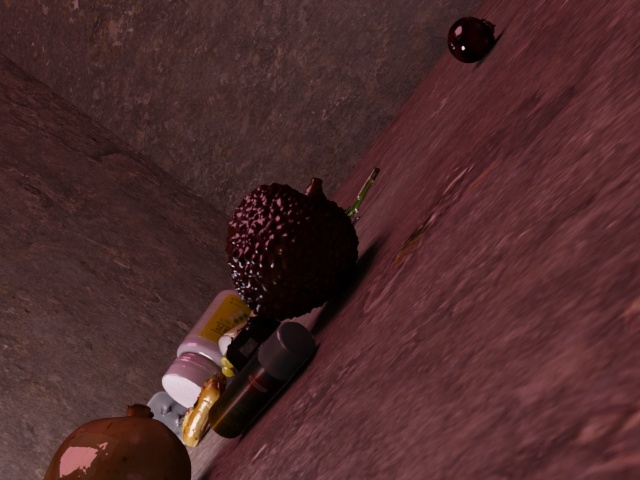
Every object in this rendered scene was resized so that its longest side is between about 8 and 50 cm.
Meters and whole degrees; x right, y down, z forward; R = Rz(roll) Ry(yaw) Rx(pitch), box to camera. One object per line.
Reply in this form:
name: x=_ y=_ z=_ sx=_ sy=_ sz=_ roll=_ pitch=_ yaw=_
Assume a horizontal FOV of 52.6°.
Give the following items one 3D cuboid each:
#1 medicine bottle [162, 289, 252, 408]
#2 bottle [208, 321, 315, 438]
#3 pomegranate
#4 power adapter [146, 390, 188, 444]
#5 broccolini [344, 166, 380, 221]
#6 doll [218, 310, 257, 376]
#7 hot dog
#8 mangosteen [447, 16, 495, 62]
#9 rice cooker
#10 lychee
medicine bottle: x=-0.336 y=0.353 z=2.117 sx=0.213 sy=0.213 sz=0.379 roll=-50 pitch=7 yaw=49
bottle: x=-0.113 y=0.263 z=1.204 sx=0.286 sy=0.082 sz=0.082 roll=-52 pitch=5 yaw=32
pomegranate: x=-0.413 y=0.491 z=1.332 sx=0.319 sy=0.319 sz=0.319 roll=-54 pitch=4 yaw=5
power adapter: x=-0.509 y=0.606 z=2.175 sx=0.124 sy=0.187 sz=0.255 roll=-58 pitch=5 yaw=-36
broccolini: x=0.108 y=-0.111 z=1.927 sx=0.271 sy=0.062 sz=0.123 roll=-58 pitch=17 yaw=26
doll: x=-0.209 y=0.288 z=2.003 sx=0.296 sy=0.117 sz=0.141 roll=-44 pitch=-33 yaw=-35
hot dog: x=-0.339 y=0.485 z=1.839 sx=0.250 sy=0.076 sz=0.104 roll=-61 pitch=3 yaw=23
mangosteen: x=0.407 y=-0.539 z=1.721 sx=0.140 sy=0.140 sz=0.140 roll=-54 pitch=4 yaw=5
rice cooker: x=-0.122 y=0.226 z=1.351 sx=0.142 sy=0.118 sz=0.203 roll=-51 pitch=-4 yaw=-4
lychee: x=-0.054 y=0.018 z=1.293 sx=0.276 sy=0.275 sz=0.304 roll=-67 pitch=0 yaw=-73
